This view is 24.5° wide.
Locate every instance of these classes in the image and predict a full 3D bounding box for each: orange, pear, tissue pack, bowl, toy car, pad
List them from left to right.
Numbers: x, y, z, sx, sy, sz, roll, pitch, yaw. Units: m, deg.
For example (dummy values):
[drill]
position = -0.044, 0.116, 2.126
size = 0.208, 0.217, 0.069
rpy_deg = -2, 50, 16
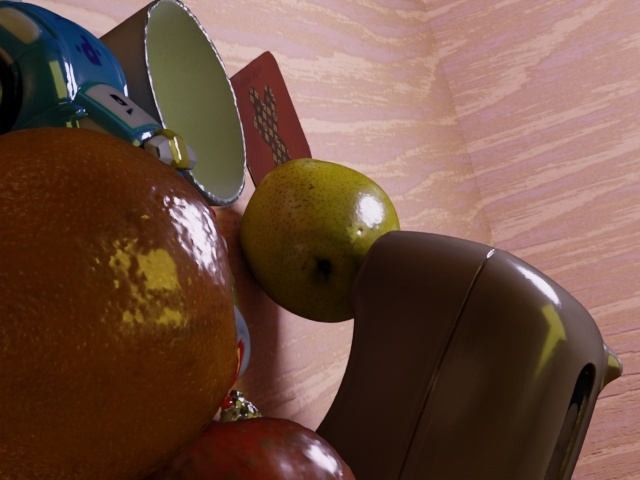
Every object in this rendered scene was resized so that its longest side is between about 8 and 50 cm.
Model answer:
[orange]
position = -0.184, 0.050, 0.978
size = 0.264, 0.264, 0.264
rpy_deg = -17, 90, -73
[toy car]
position = -0.191, -0.059, 1.198
size = 0.198, 0.166, 0.314
rpy_deg = 1, 73, -76
[bowl]
position = -0.163, -0.118, 1.412
size = 0.211, 0.112, 0.211
rpy_deg = -18, 90, -73
[pad]
position = -0.065, -0.144, 1.916
size = 0.267, 0.004, 0.181
rpy_deg = -57, 127, -67
[pear]
position = -0.001, 0.000, 1.695
size = 0.198, 0.198, 0.198
rpy_deg = -17, 90, -73
[tissue pack]
position = 0.146, 0.198, 1.596
size = 0.267, 0.277, 0.387
rpy_deg = 32, 77, -63

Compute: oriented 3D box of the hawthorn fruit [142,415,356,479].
[hawthorn fruit]
position = -0.059, 0.294, 1.102
size = 0.300, 0.254, 0.254
rpy_deg = 64, 13, 23

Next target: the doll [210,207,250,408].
[doll]
position = -0.117, 0.058, 1.457
size = 0.142, 0.076, 0.245
rpy_deg = 39, 33, -54

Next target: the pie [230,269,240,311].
[pie]
position = -0.110, 0.052, 1.571
size = 0.084, 0.020, 0.084
rpy_deg = -19, 90, -73

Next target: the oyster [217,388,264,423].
[oyster]
position = -0.068, 0.235, 1.488
size = 0.105, 0.056, 0.177
rpy_deg = -16, 94, -65
